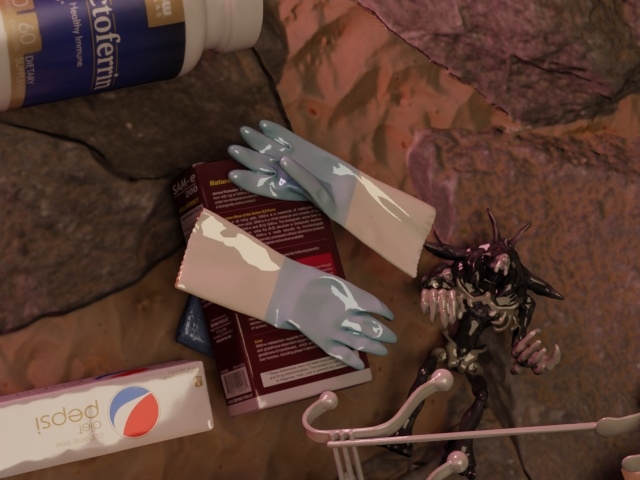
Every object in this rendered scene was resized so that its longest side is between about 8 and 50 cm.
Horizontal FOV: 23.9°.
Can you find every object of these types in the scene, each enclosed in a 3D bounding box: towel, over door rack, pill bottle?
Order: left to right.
[{"bbox_3d":[-0.196,-0.215,1.390,0.265,0.153,0.153,-14,93,-21],"label":"pill bottle"},{"bbox_3d":[-0.082,0.090,1.488,0.119,0.029,0.067,24,77,-20],"label":"towel"},{"bbox_3d":[0.163,0.242,1.418,0.108,0.324,0.239,-66,150,-48],"label":"over door rack"}]

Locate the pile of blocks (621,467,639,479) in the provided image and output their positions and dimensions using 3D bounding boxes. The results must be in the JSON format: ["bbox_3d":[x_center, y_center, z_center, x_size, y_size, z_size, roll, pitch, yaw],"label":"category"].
[{"bbox_3d":[0.281,0.369,1.594,0.362,0.149,0.112,-39,145,-9],"label":"pile of blocks"}]

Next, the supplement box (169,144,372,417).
[{"bbox_3d":[-0.049,0.038,1.453,0.130,0.073,0.239,-11,83,-29],"label":"supplement box"}]

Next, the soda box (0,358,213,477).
[{"bbox_3d":[-0.214,0.164,1.409,0.216,0.074,0.069,-11,92,-21],"label":"soda box"}]

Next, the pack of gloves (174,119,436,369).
[{"bbox_3d":[0.000,0.000,1.421,0.232,0.046,0.195,26,64,-20],"label":"pack of gloves"}]

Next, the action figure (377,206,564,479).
[{"bbox_3d":[0.159,0.097,1.525,0.164,0.141,0.275,21,82,-8],"label":"action figure"}]
